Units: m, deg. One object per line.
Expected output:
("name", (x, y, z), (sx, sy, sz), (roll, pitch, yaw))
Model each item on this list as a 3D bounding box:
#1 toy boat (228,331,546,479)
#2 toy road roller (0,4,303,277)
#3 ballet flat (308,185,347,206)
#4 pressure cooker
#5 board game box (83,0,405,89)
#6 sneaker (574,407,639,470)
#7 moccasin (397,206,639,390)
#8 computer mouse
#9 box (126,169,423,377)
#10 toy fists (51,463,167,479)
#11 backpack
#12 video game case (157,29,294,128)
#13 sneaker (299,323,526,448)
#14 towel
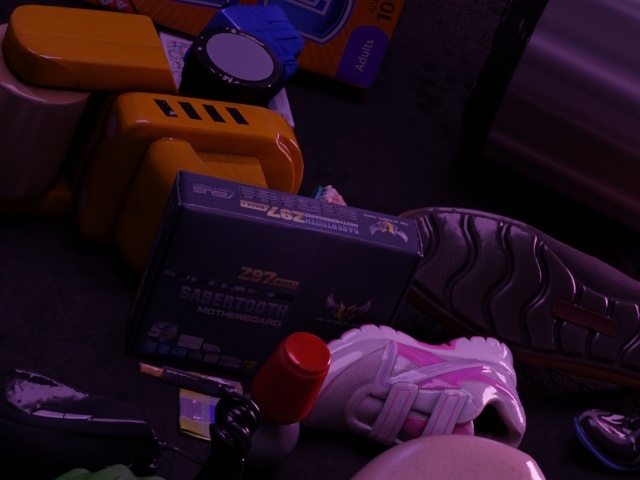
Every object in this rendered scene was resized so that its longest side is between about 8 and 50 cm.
("toy boat", (0.050, 0.224, 1.597), (0.318, 0.148, 0.267), (45, 44, 17))
("toy road roller", (-0.174, -0.070, 1.808), (0.329, 0.202, 0.240), (5, 43, -27))
("ballet flat", (0.000, 0.000, 1.873), (0.077, 0.091, 0.241), (38, 10, -1))
("pressure cooker", (0.413, -0.183, 2.147), (0.420, 0.375, 0.370), (28, 74, 8))
("board game box", (-0.047, -0.456, 2.249), (0.356, 0.356, 0.356), (16, 31, -8))
("sneaker", (0.334, 0.187, 1.842), (0.188, 0.078, 0.067), (11, 35, -14))
("moccasin", (0.230, 0.063, 1.903), (0.380, 0.139, 0.147), (14, -9, -18))
("computer mouse", (-0.178, 0.151, 1.528), (0.262, 0.184, 0.060), (20, 52, -4))
("box", (-0.045, 0.043, 1.737), (0.232, 0.183, 0.059), (12, 35, -16))
("toy fists", (-0.121, 0.271, 1.449), (0.279, 0.096, 0.142), (29, 43, 30))
("backpack", (-0.076, -0.204, 2.106), (0.101, 0.098, 0.120), (55, 33, 11))
("video game case", (-0.110, -0.181, 2.154), (0.143, 0.019, 0.157), (9, 37, -18))
("sneaker", (0.090, 0.149, 1.737), (0.252, 0.103, 0.111), (0, 38, -28))
("towel", (-0.099, 0.151, 1.711), (0.060, 0.009, 0.083), (15, 34, -11))
